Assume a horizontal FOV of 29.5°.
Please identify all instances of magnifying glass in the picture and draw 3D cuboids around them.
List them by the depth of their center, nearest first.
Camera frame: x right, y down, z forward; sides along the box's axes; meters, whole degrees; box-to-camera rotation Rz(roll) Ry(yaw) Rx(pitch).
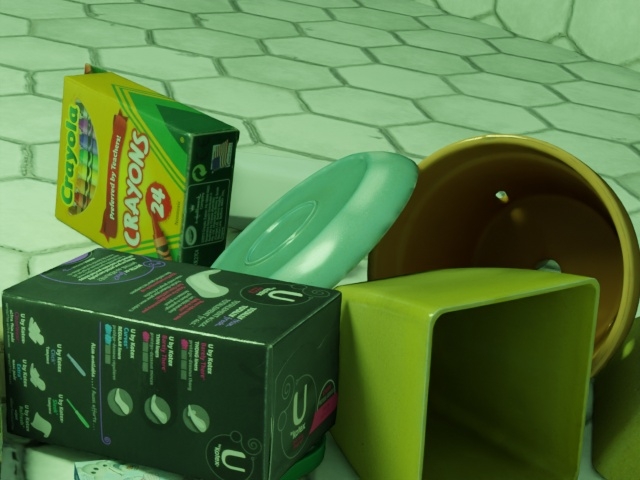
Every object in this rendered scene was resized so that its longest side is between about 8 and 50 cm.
[{"bbox_3d":[-0.054,0.214,1.099,0.092,0.026,0.231,11,20,9],"label":"magnifying glass"}]

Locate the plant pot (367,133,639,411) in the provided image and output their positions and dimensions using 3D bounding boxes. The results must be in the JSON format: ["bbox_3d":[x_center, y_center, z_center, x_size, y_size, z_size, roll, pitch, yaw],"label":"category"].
[{"bbox_3d":[0.225,0.036,1.340,0.291,0.291,0.203,20,8,27],"label":"plant pot"}]

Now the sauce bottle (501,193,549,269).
[{"bbox_3d":[0.285,-0.017,1.692,0.111,0.111,0.344,17,24,21],"label":"sauce bottle"}]

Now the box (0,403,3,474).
[{"bbox_3d":[-0.447,0.105,1.062,0.322,0.079,0.257,1,37,-17],"label":"box"}]

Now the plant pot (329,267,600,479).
[{"bbox_3d":[0.114,0.125,1.153,0.212,0.212,0.187,-8,19,-36],"label":"plant pot"}]

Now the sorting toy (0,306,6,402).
[{"bbox_3d":[-0.397,0.118,1.200,0.208,0.038,0.193,-3,24,-17],"label":"sorting toy"}]

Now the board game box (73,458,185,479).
[{"bbox_3d":[-0.160,0.219,1.046,0.090,0.020,0.090,-1,23,-21],"label":"board game box"}]

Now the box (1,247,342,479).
[{"bbox_3d":[-0.134,0.111,1.114,0.270,0.143,0.165,9,18,22],"label":"box"}]

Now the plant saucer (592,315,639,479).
[{"bbox_3d":[0.467,0.178,1.305,0.333,0.081,0.333,12,22,9],"label":"plant saucer"}]

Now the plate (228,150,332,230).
[{"bbox_3d":[-0.018,-0.055,1.758,0.278,0.045,0.277,8,22,-3],"label":"plate"}]

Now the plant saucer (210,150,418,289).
[{"bbox_3d":[-0.031,0.004,1.307,0.043,0.317,0.317,49,15,-16],"label":"plant saucer"}]

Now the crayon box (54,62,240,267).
[{"bbox_3d":[-0.244,-0.090,1.551,0.081,0.202,0.318,-13,29,-43],"label":"crayon box"}]
